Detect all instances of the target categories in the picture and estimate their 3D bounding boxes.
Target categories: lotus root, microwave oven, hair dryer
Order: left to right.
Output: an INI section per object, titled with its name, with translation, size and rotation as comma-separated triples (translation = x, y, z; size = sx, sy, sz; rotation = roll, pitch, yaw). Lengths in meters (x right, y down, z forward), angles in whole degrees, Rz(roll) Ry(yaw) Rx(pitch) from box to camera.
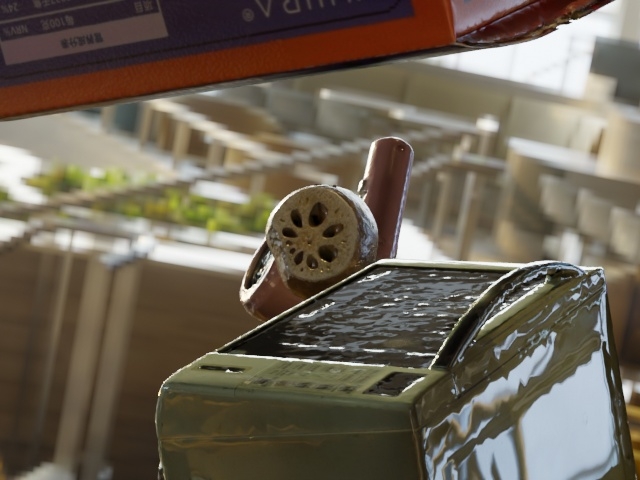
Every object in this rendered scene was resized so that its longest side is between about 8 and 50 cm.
[lotus root]
translation = 0.003, -0.001, 1.990
size = 0.112, 0.122, 0.081
rotation = -23, -17, 3
[hair dryer]
translation = 0.041, -0.010, 2.248
size = 0.210, 0.125, 0.352
rotation = 28, 44, -15
[microwave oven]
translation = 0.070, 0.197, 1.525
size = 0.247, 0.333, 0.394
rotation = -4, 11, 29

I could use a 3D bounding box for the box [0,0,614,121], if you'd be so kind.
[box]
translation = -0.023, -0.236, 1.212
size = 0.348, 0.257, 0.318
rotation = -6, 12, 29
